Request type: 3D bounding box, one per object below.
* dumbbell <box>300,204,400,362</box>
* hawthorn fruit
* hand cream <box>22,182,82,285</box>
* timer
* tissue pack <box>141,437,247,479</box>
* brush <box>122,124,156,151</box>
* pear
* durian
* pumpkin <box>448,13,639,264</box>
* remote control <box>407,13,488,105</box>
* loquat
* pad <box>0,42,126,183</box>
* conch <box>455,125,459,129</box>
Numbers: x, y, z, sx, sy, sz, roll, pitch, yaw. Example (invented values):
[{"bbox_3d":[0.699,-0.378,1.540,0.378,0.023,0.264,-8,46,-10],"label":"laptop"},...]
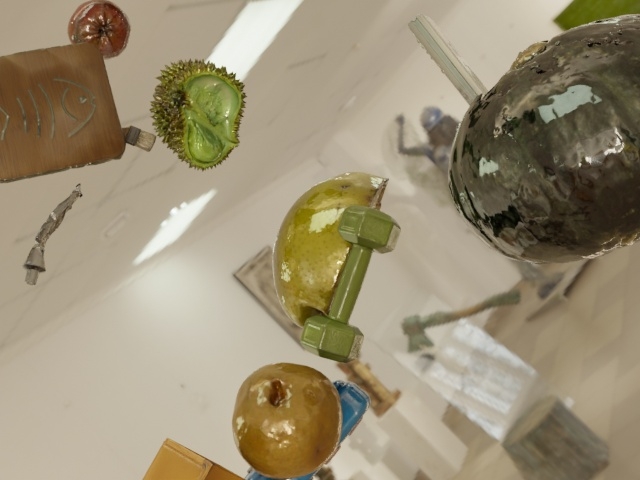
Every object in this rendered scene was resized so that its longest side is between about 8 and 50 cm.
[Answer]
[{"bbox_3d":[0.059,0.083,1.557,0.121,0.108,0.301,16,85,52],"label":"dumbbell"},{"bbox_3d":[-0.606,-0.576,2.207,0.173,0.173,0.173,-45,-2,-2],"label":"hawthorn fruit"},{"bbox_3d":[-0.606,-0.015,1.821,0.084,0.050,0.256,123,169,-68],"label":"hand cream"},{"bbox_3d":[-0.046,0.445,1.686,0.340,0.115,0.309,-43,-10,-34],"label":"timer"},{"bbox_3d":[-0.234,0.499,1.340,0.145,0.194,0.274,15,68,43],"label":"tissue pack"},{"bbox_3d":[-0.450,-0.246,1.788,0.014,0.170,0.043,153,137,-74],"label":"brush"},{"bbox_3d":[0.000,0.000,1.812,0.340,0.191,0.386,104,-171,-53],"label":"pear"},{"bbox_3d":[-0.267,-0.283,1.746,0.200,0.177,0.236,-26,-48,-35],"label":"durian"},{"bbox_3d":[0.413,-0.155,1.256,0.455,0.344,0.454,-26,4,2],"label":"pumpkin"},{"bbox_3d":[0.331,-0.453,2.058,0.055,0.277,0.103,-39,-6,22],"label":"remote control"},{"bbox_3d":[-0.060,0.320,1.448,0.208,0.208,0.208,-45,-2,-2],"label":"loquat"},{"bbox_3d":[-0.583,-0.279,1.722,0.284,0.286,0.018,-14,-12,-15],"label":"pad"},{"bbox_3d":[0.509,-0.251,2.230,0.241,0.186,0.313,-9,-22,14],"label":"conch"}]
